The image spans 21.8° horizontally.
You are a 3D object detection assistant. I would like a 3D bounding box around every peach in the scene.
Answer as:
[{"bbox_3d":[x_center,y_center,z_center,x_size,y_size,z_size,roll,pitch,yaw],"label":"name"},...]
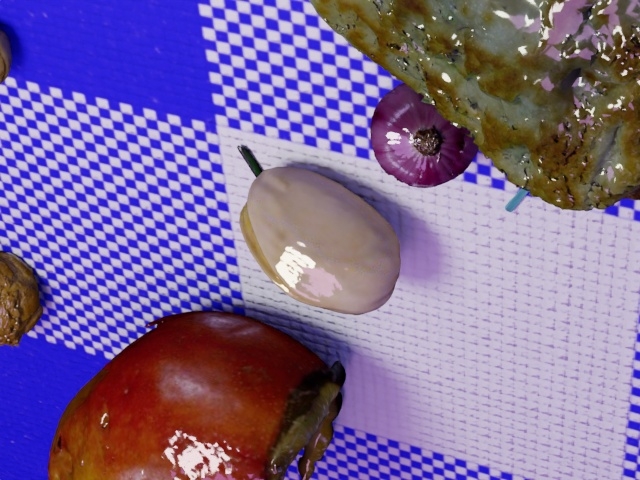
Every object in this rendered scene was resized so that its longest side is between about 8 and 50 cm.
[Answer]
[{"bbox_3d":[-0.143,0.269,2.077,0.416,0.339,0.353,-16,123,36],"label":"peach"}]

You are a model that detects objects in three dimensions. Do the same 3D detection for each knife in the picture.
[{"bbox_3d":[0.217,-0.057,1.766,0.014,0.005,0.091,31,141,-4],"label":"knife"}]

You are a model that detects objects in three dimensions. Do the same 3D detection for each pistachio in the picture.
[{"bbox_3d":[0.000,0.000,1.851,0.200,0.145,0.117,37,141,3],"label":"pistachio"}]

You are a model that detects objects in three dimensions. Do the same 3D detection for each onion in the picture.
[{"bbox_3d":[0.108,-0.110,1.714,0.115,0.115,0.104,35,-175,-6],"label":"onion"}]

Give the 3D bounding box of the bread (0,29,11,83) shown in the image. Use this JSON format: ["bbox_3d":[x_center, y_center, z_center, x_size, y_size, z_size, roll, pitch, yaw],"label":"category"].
[{"bbox_3d":[-0.409,-0.227,1.927,0.115,0.056,0.082,12,138,11],"label":"bread"}]

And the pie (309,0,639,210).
[{"bbox_3d":[0.175,-0.227,1.480,0.418,0.180,0.395,33,142,7],"label":"pie"}]

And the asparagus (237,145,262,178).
[{"bbox_3d":[-0.053,-0.047,1.936,0.013,0.016,0.166,-28,119,9],"label":"asparagus"}]

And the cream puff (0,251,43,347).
[{"bbox_3d":[-0.442,0.083,2.241,0.126,0.103,0.144,22,135,11],"label":"cream puff"}]
